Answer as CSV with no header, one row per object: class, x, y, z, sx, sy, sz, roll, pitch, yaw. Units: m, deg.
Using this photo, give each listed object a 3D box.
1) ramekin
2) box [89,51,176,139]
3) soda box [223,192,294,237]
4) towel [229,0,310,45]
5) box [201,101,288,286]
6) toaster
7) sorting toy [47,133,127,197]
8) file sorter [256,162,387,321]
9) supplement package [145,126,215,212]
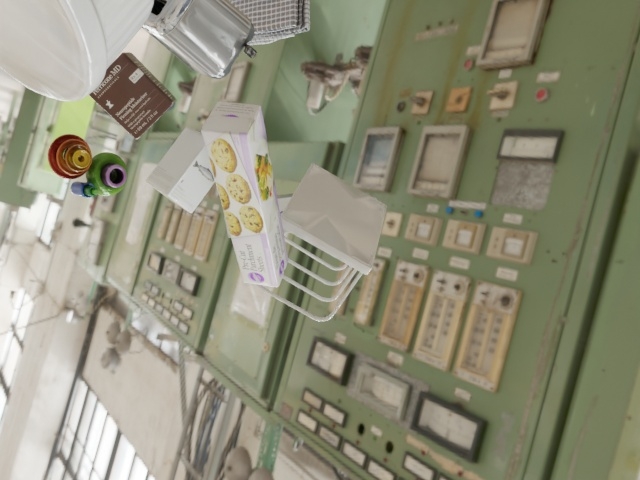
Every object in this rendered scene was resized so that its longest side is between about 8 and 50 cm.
ramekin,-0.276,-0.275,0.534,0.272,0.127,0.273,29,154,16
box,-0.582,-0.451,1.794,0.203,0.168,0.167,45,-174,-20
soda box,-0.104,-0.069,1.475,0.286,0.091,0.098,-4,-169,28
towel,-0.179,-0.805,1.967,0.283,0.235,0.121,-3,173,24
box,-0.102,-0.053,0.849,0.067,0.063,0.324,9,141,11
toaster,-0.217,-0.368,0.966,0.146,0.129,0.227,29,-171,-47
sorting toy,-0.252,-0.076,0.641,0.042,0.061,0.102,13,173,39
file sorter,0.000,0.000,1.203,0.192,0.173,0.278,30,-149,-4
supplement package,-0.338,-0.182,1.485,0.105,0.179,0.105,29,171,36
